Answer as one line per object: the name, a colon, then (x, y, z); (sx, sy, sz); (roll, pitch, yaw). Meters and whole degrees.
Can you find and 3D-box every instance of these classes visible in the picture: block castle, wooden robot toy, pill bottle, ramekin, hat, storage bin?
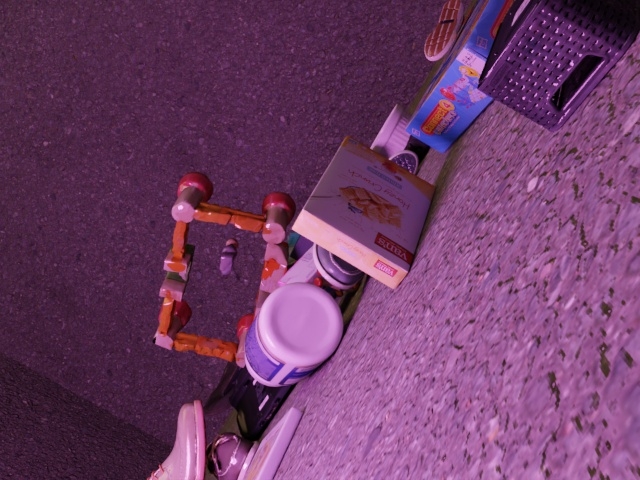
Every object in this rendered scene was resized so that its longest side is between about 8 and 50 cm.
block castle: (-0.242, 0.074, 1.756); (0.213, 0.303, 0.453); (-86, 9, -64)
wooden robot toy: (0.038, 0.092, 1.416); (0.076, 0.079, 0.173); (1, -75, -49)
pill bottle: (-0.063, 0.191, 1.323); (0.153, 0.153, 0.264); (-61, 2, -28)
ramekin: (0.186, -0.226, 1.739); (0.207, 0.109, 0.207); (-61, 2, 4)
hat: (-0.181, 0.387, 1.949); (0.331, 0.134, 0.331); (-50, 14, 16)
storage bin: (0.225, -0.204, 0.653); (0.122, 0.084, 0.180); (-58, 2, 46)

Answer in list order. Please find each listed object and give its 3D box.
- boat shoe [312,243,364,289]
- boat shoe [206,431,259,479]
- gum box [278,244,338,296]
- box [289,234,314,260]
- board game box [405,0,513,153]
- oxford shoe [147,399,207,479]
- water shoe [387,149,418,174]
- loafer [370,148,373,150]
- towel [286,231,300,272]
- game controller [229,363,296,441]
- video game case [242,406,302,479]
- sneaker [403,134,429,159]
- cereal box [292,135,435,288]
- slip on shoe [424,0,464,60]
boat shoe: (0.076, -0.015, 1.388); (0.099, 0.116, 0.319); (-49, 3, 31)
boat shoe: (-0.205, 0.483, 1.552); (0.116, 0.097, 0.324); (-61, 2, -18)
gum box: (0.001, 0.076, 1.489); (0.188, 0.062, 0.107); (-46, -45, -33)
box: (0.025, 0.009, 1.733); (0.093, 0.156, 0.158); (-60, 2, 28)
board game box: (0.284, -0.340, 1.163); (0.308, 0.086, 0.302); (-61, 1, -18)
oxford shoe: (-0.331, 0.543, 1.511); (0.140, 0.147, 0.396); (147, 132, -78)
water shoe: (0.152, -0.119, 1.561); (0.203, 0.073, 0.080); (-59, -3, 21)
loafer: (0.087, -0.088, 1.624); (0.094, 0.087, 0.251); (27, 91, 55)
towel: (0.000, 0.000, 2.077); (0.271, 0.040, 0.370); (-20, 12, 12)
game controller: (-0.131, 0.334, 1.633); (0.319, 0.067, 0.166); (-59, 45, 37)
video game case: (-0.113, 0.416, 1.192); (0.227, 0.026, 0.206); (-62, 2, -37)
sneaker: (0.202, -0.181, 1.581); (0.089, 0.051, 0.170); (-61, -3, -14)
cereal box: (0.074, -0.051, 1.053); (0.047, 0.173, 0.240); (-58, 4, 38)
slip on shoe: (0.228, -0.373, 1.255); (0.041, 0.051, 0.135); (49, -125, -49)
